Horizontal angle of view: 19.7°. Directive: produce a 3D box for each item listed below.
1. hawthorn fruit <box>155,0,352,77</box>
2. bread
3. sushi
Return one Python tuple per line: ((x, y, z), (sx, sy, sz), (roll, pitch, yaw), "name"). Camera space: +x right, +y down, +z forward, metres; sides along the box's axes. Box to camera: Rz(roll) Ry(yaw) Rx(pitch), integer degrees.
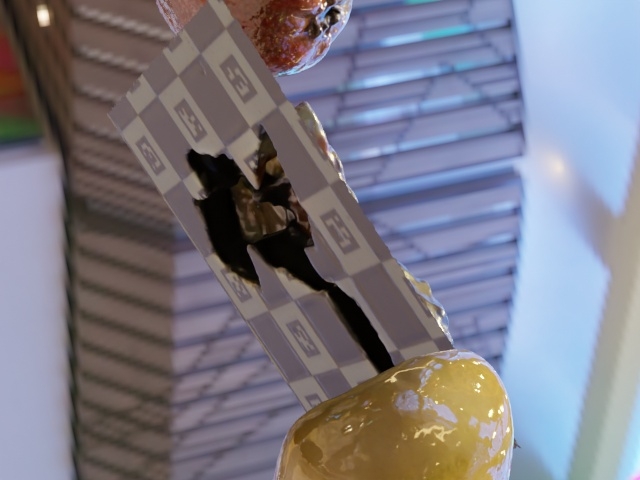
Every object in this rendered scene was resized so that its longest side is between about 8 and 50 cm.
((-0.091, -0.296, 2.001), (0.262, 0.210, 0.210), (32, -36, 14), "hawthorn fruit")
((0.039, 0.155, 1.026), (0.098, 0.147, 0.217), (53, -24, 23), "bread")
((0.000, 0.000, 1.365), (0.359, 0.064, 0.343), (57, -21, -2), "sushi")
